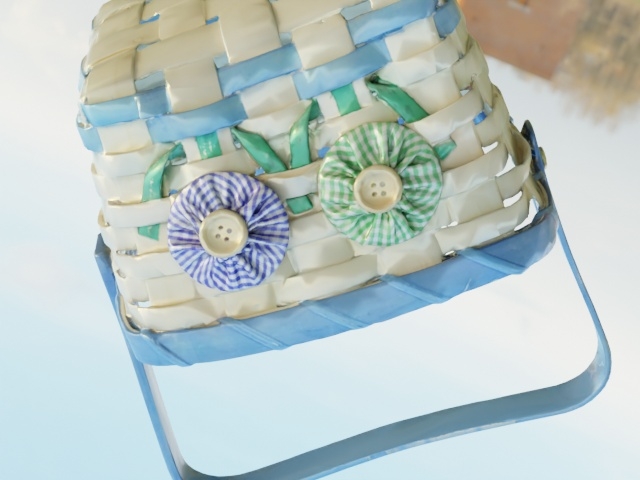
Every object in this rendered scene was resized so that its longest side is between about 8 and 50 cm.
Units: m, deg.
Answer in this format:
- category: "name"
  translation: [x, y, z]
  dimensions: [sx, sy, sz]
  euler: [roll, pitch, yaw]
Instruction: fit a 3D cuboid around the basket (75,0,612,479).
- category: "basket"
  translation: [0.000, 0.000, 0.774]
  dimensions: [0.254, 0.289, 0.201]
  euler: [-19, -149, 5]
